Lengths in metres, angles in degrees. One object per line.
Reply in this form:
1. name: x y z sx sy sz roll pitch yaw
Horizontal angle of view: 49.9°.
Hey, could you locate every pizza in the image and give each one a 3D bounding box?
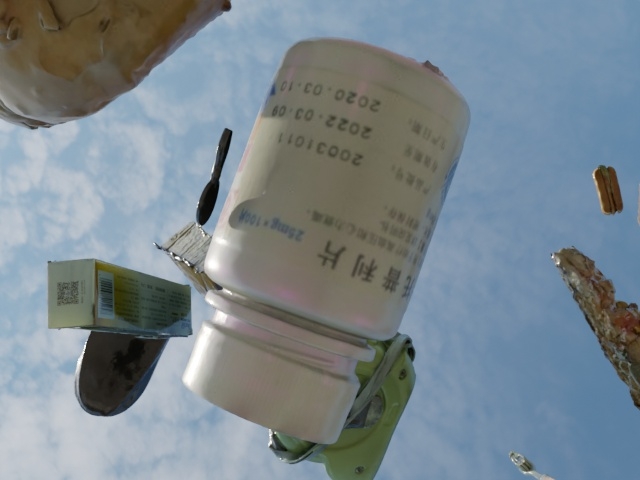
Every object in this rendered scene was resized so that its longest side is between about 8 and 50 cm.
1. pizza: 0.316 0.084 0.733 0.195 0.052 0.185 54 -158 0

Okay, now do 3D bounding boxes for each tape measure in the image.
1. tape measure: 0.021 0.182 0.790 0.175 0.200 0.106 16 -160 -23

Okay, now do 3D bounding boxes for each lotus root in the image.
1. lotus root: -0.161 0.055 1.061 0.074 0.260 0.170 -39 -59 -15

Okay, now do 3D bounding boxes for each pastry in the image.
1. pastry: -0.215 -0.234 0.616 0.284 0.315 0.184 -43 -65 -14

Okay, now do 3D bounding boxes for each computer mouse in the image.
1. computer mouse: -0.354 0.187 1.257 0.137 0.086 0.270 20 -130 -3

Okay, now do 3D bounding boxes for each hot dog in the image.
1. hot dog: 0.456 -0.080 1.093 0.037 0.021 0.083 -9 -98 13

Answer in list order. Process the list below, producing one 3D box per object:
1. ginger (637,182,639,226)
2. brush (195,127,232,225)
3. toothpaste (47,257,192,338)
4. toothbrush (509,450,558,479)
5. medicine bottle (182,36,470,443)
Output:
1. ginger: 0.388 -0.016 0.722 0.067 0.096 0.165 -1 -130 -27
2. brush: -0.078 -0.045 0.503 0.008 0.083 0.024 31 -148 15
3. toothpaste: -0.256 0.086 0.938 0.071 0.313 0.089 -7 -101 10
4. toothbrush: 0.388 0.406 1.120 0.028 0.375 0.037 -44 -88 -5
5. medicine bottle: 0.000 0.000 0.560 0.170 0.170 0.293 21 -94 -1
